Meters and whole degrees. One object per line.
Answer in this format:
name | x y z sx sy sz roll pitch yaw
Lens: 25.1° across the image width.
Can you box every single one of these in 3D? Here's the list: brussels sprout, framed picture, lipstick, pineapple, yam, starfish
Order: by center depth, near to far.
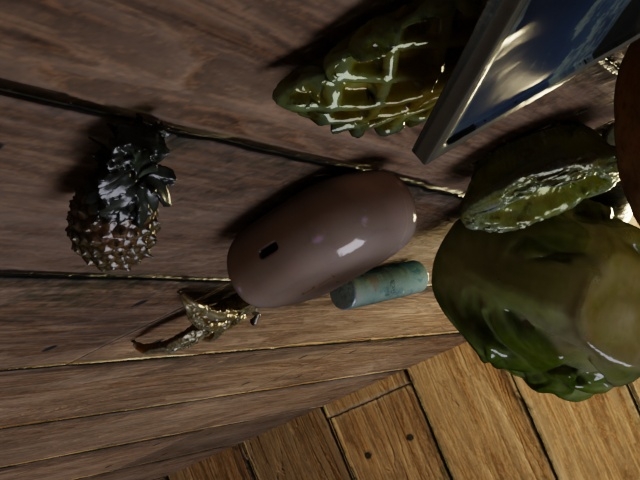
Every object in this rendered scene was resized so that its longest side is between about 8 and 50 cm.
framed picture | 0.181 -0.159 0.947 0.260 0.023 0.189 -31 163 -30
pineapple | -0.140 -0.035 1.006 0.074 0.074 0.159 -18 163 -22
starfish | -0.136 0.099 1.704 0.138 0.050 0.247 -15 164 -28
yam | 0.366 -0.075 1.797 0.083 0.083 0.371 -23 167 3
brussels sprout | 0.298 0.073 1.812 0.328 0.247 0.328 11 176 1
lipstick | 0.080 0.060 1.948 0.158 0.048 0.048 -10 164 -47

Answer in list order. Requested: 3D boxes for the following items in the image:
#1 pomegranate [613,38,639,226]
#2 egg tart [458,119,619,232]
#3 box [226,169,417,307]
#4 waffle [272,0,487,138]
pomegranate | 0.381 -0.102 1.210 0.281 0.281 0.281 -22 169 -4
egg tart | 0.232 -0.070 1.544 0.197 0.078 0.197 -20 168 -5
box | 0.000 0.000 1.383 0.146 0.088 0.200 -8 163 -47
waffle | 0.089 -0.132 1.009 0.207 0.054 0.214 -30 166 26
